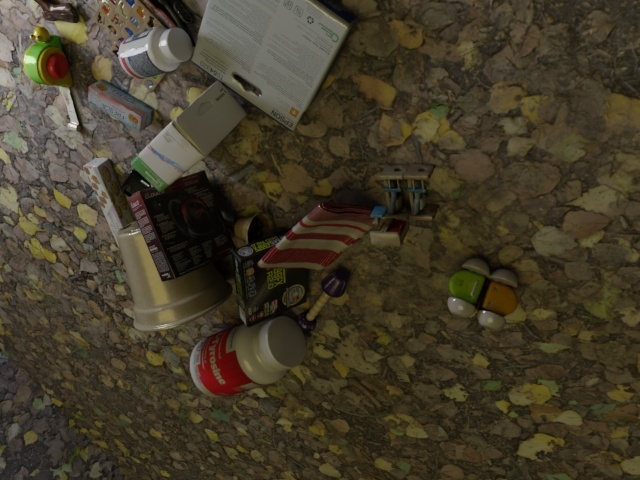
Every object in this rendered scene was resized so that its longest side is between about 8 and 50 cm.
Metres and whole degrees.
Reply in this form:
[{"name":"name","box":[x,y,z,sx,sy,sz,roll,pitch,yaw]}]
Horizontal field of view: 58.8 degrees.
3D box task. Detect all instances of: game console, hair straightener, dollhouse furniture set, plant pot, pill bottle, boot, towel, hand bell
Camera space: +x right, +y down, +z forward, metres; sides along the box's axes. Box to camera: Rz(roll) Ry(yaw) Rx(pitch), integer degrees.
[{"name":"game console","box":[-0.578,-0.158,1.854,0.122,0.071,0.107,35,103,-2]},{"name":"hair straightener","box":[-0.368,-0.580,1.401,0.089,0.047,0.230,-25,111,38]},{"name":"dollhouse furniture set","box":[0.205,-0.089,1.394,0.128,0.184,0.129,3,126,25]},{"name":"plant pot","box":[-0.486,0.075,1.811,0.333,0.334,0.306,-7,109,31]},{"name":"pill bottle","box":[-0.414,-0.477,1.438,0.180,0.108,0.108,0,125,36]},{"name":"pill bottle","box":[-0.250,0.398,1.965,0.407,0.229,0.229,-26,110,38]},{"name":"boot","box":[-0.716,-0.642,1.537,0.114,0.037,0.106,13,142,22]},{"name":"towel","box":[0.000,0.000,1.559,0.329,0.237,0.037,-41,57,42]},{"name":"hand bell","box":[-0.271,-0.044,1.740,0.242,0.126,0.126,12,130,33]}]

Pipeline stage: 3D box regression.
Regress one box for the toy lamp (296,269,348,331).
[{"name":"toy lamp","box":[0.009,0.187,1.778,0.080,0.080,0.275,32,134,1]}]

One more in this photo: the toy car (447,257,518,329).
[{"name":"toy car","box":[0.425,0.145,1.509,0.181,0.159,0.136,22,168,10]}]

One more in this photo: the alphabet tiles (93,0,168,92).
[{"name":"alphabet tiles","box":[-0.497,-0.544,1.521,0.237,0.009,0.198,46,132,-10]}]

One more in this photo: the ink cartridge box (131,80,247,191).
[{"name":"ink cartridge box","box":[-0.347,-0.268,1.489,0.117,0.201,0.278,47,142,-17]}]

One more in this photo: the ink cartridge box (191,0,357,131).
[{"name":"ink cartridge box","box":[-0.123,-0.473,1.345,0.324,0.071,0.330,35,137,-1]}]

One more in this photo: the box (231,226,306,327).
[{"name":"box","box":[-0.148,0.112,1.711,0.060,0.216,0.270,44,145,42]}]

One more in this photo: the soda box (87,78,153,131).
[{"name":"soda box","box":[-0.578,-0.390,1.641,0.183,0.063,0.058,31,133,4]}]

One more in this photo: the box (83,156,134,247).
[{"name":"box","box":[-0.692,-0.120,1.905,0.063,0.067,0.324,5,126,24]}]

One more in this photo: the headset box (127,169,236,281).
[{"name":"headset box","box":[-0.405,-0.058,1.654,0.110,0.218,0.293,-13,101,52]}]

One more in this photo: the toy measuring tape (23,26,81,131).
[{"name":"toy measuring tape","box":[-0.789,-0.454,1.666,0.121,0.121,0.330,15,130,16]}]
